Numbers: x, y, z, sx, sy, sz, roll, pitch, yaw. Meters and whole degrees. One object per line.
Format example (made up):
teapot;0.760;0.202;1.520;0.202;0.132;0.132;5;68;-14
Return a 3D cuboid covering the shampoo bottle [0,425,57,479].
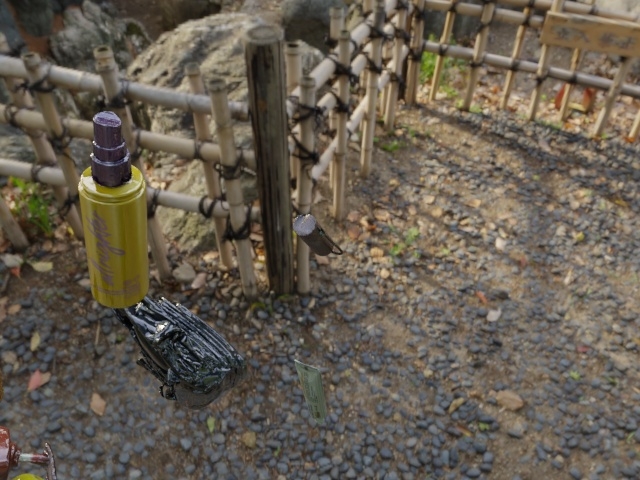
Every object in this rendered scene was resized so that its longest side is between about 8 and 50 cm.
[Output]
shampoo bottle;-0.473;0.270;0.707;0.284;0.071;0.153;10;30;-22

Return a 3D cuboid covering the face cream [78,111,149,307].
face cream;-0.256;-0.033;0.713;0.078;0.274;0.078;8;41;-7

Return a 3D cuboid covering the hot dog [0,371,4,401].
hot dog;-0.660;0.282;0.989;0.226;0.099;0.161;-31;75;-16

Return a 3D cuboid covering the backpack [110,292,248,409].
backpack;-0.254;0.179;0.980;0.258;0.206;0.133;44;65;9

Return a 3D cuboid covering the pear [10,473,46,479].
pear;-0.534;0.508;1.061;0.141;0.104;0.141;-14;64;31

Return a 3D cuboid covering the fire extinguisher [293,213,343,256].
fire extinguisher;0.000;0.000;1.060;0.078;0.157;0.045;25;79;23

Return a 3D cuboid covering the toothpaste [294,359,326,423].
toothpaste;-0.015;0.359;1.334;0.067;0.256;0.037;18;50;26
